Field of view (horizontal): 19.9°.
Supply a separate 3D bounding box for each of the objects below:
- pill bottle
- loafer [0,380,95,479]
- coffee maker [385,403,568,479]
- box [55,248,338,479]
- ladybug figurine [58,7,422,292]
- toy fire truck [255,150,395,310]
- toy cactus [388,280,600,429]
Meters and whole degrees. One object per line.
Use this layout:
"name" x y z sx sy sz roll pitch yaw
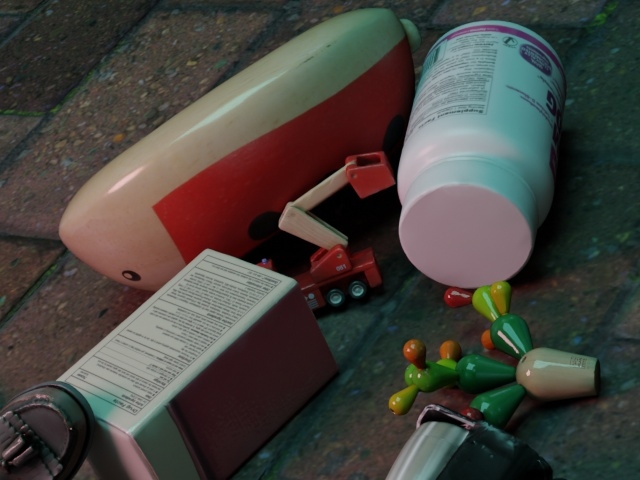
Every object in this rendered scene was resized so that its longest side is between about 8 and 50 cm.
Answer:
"pill bottle" 0.166 -0.090 1.883 0.160 0.160 0.283 -11 36 21
"loafer" -0.310 0.228 1.734 0.267 0.096 0.084 -40 0 38
"coffee maker" 0.108 0.242 1.493 0.171 0.120 0.178 7 45 39
"box" -0.123 0.137 1.784 0.232 0.127 0.148 -42 37 -25
"ladybug figurine" -0.068 -0.089 1.978 0.449 0.162 0.305 -34 0 -1
"toy fire truck" 0.000 0.000 1.883 0.192 0.135 0.047 -21 20 6
"toy cactus" 0.164 0.112 1.672 0.180 0.112 0.219 0 31 18
